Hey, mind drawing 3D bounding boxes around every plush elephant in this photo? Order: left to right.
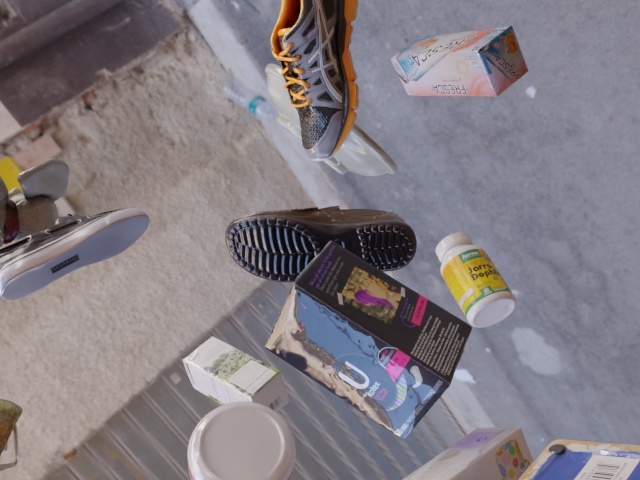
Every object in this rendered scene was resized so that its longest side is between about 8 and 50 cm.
[{"bbox_3d":[-0.602,-0.051,1.125,0.330,0.271,0.255,24,-174,25],"label":"plush elephant"}]

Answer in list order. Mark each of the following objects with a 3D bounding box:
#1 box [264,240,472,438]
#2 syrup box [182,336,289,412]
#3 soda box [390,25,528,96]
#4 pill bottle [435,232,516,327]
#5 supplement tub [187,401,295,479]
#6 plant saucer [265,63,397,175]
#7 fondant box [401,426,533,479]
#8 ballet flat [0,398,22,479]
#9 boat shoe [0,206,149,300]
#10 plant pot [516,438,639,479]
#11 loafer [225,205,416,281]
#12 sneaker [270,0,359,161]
[{"bbox_3d":[0.073,0.155,0.978,0.270,0.143,0.165,32,129,9],"label":"box"},{"bbox_3d":[-0.192,0.312,1.377,0.237,0.093,0.096,16,130,39],"label":"syrup box"},{"bbox_3d":[0.169,-0.222,0.775,0.063,0.058,0.183,58,164,-25],"label":"soda box"},{"bbox_3d":[0.348,0.085,1.413,0.117,0.118,0.208,78,172,-51],"label":"pill bottle"},{"bbox_3d":[-0.153,0.451,1.164,0.191,0.191,0.272,37,139,26],"label":"supplement tub"},{"bbox_3d":[0.004,-0.262,1.491,0.400,0.100,0.400,39,-176,-3],"label":"plant saucer"},{"bbox_3d":[0.257,0.484,0.924,0.096,0.238,0.330,-23,85,52],"label":"fondant box"},{"bbox_3d":[-0.737,0.516,1.355,0.123,0.348,0.123,15,-177,-1],"label":"ballet flat"},{"bbox_3d":[-0.355,0.000,0.863,0.076,0.229,0.080,45,148,19],"label":"boat shoe"},{"bbox_3d":[0.322,0.351,0.658,0.236,0.236,0.212,-18,97,53],"label":"plant pot"},{"bbox_3d":[0.000,0.000,1.197,0.366,0.130,0.133,3,112,6],"label":"loafer"},{"bbox_3d":[-0.012,-0.191,0.648,0.084,0.083,0.214,13,107,58],"label":"sneaker"}]
